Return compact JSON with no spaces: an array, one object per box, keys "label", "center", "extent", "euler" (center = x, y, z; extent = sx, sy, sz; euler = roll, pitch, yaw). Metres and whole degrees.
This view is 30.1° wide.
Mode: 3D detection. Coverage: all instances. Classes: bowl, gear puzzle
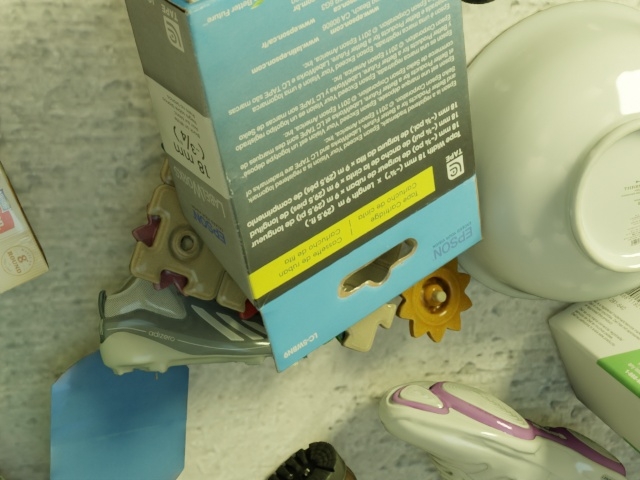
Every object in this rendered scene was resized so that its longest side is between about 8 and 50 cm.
[{"label":"bowl","center":[0.258,-0.060,1.084],"extent":[0.297,0.134,0.298],"euler":[-7,112,-18]},{"label":"gear puzzle","center":[0.000,0.000,1.050],"extent":[0.339,0.044,0.175],"euler":[21,82,-27]}]

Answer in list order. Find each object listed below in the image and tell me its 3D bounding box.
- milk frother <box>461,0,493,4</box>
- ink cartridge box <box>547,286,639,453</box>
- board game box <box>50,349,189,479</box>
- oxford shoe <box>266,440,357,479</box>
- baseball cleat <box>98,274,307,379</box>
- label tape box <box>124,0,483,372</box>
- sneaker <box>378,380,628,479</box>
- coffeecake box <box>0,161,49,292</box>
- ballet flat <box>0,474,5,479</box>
[{"label":"milk frother","center":[0.116,-0.267,0.945],"extent":[0.143,0.135,0.129],"euler":[-11,83,-20]},{"label":"ink cartridge box","center":[0.398,0.088,1.156],"extent":[0.278,0.201,0.117],"euler":[-31,119,-8]},{"label":"board game box","center":[-0.184,0.165,1.059],"extent":[0.133,0.033,0.169],"euler":[-7,109,-35]},{"label":"oxford shoe","center":[-0.051,0.301,1.141],"extent":[0.227,0.083,0.096],"euler":[-37,123,-2]},{"label":"baseball cleat","center":[-0.092,0.061,1.034],"extent":[0.206,0.072,0.109],"euler":[-3,89,-35]},{"label":"label tape box","center":[0.000,-0.096,0.942],"extent":[0.240,0.106,0.334],"euler":[-31,132,-25]},{"label":"sneaker","center":[0.172,0.239,1.180],"extent":[0.305,0.114,0.152],"euler":[26,98,-27]},{"label":"coffeecake box","center":[-0.326,-0.007,0.919],"extent":[0.185,0.068,0.142],"euler":[-25,116,-11]},{"label":"ballet flat","center":[-0.299,0.260,1.010],"extent":[0.139,0.139,0.400],"euler":[-45,121,1]}]
